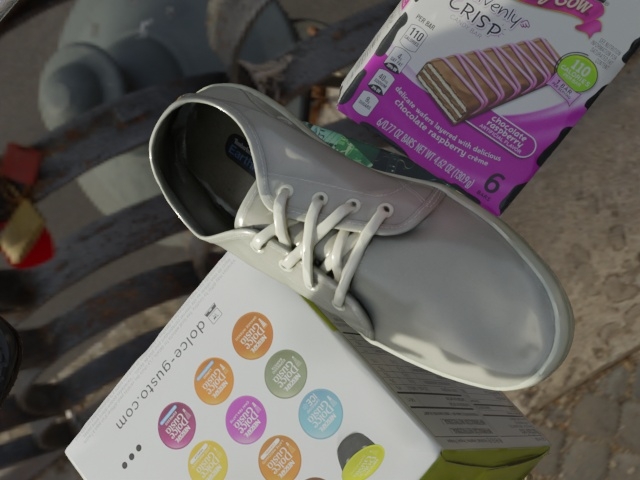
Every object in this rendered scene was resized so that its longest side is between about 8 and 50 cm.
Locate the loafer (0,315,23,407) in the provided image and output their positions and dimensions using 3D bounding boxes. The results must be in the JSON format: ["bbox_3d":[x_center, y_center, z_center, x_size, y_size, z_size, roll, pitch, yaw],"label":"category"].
[{"bbox_3d":[-0.274,0.121,0.822,0.080,0.078,0.220,39,116,-3],"label":"loafer"}]

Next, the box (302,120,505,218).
[{"bbox_3d":[0.069,-0.014,1.630,0.322,0.058,0.232,21,73,17],"label":"box"}]

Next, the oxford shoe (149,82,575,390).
[{"bbox_3d":[0.014,-0.003,1.035,0.449,0.130,0.169,34,114,24],"label":"oxford shoe"}]

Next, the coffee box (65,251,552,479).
[{"bbox_3d":[-0.004,0.241,1.337,0.337,0.338,0.334,-50,63,13],"label":"coffee box"}]

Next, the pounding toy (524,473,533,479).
[{"bbox_3d":[0.361,0.431,1.733,0.094,0.206,0.181,-13,59,20],"label":"pounding toy"}]

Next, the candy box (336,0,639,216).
[{"bbox_3d":[0.142,-0.156,0.878,0.159,0.071,0.233,33,111,-10],"label":"candy box"}]

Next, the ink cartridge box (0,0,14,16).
[{"bbox_3d":[-0.347,-0.347,1.145,0.201,0.117,0.278,41,105,-15],"label":"ink cartridge box"}]
